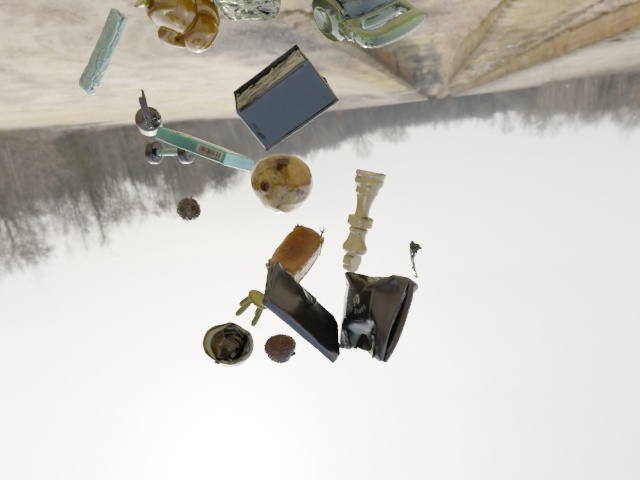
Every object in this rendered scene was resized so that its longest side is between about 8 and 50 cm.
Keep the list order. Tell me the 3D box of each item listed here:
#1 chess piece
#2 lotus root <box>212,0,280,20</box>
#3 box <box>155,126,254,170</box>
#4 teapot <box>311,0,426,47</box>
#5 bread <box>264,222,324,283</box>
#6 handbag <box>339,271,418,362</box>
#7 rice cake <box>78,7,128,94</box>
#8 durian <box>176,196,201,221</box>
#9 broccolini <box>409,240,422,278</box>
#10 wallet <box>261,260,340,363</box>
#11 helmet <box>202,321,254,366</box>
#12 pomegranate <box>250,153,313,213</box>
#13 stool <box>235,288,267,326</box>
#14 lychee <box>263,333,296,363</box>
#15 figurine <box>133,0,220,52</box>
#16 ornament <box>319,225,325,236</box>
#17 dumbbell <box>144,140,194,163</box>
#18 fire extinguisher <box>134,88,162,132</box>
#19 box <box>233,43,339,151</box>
[{"bbox_3d":[0.154,-0.068,1.967,0.117,0.397,0.117,11,-170,-2],"label":"chess piece"},{"bbox_3d":[-0.233,-0.883,1.596,0.250,0.346,0.250,1,177,0],"label":"lotus root"},{"bbox_3d":[-0.321,-0.256,1.447,0.229,0.041,0.162,22,-172,18],"label":"box"},{"bbox_3d":[0.122,-0.686,1.564,0.239,0.321,0.239,-41,178,-14],"label":"teapot"},{"bbox_3d":[-0.090,0.051,1.917,0.136,0.107,0.241,27,-129,14],"label":"bread"},{"bbox_3d":[0.169,0.255,1.779,0.152,0.288,0.342,16,171,-29],"label":"handbag"},{"bbox_3d":[-0.821,-0.706,1.949,0.066,0.336,0.063,39,-158,12],"label":"rice cake"},{"bbox_3d":[-0.425,-0.104,1.677,0.080,0.091,0.080,20,-151,-12],"label":"durian"},{"bbox_3d":[0.386,0.089,2.148,0.054,0.194,0.052,19,-139,31],"label":"broccolini"},{"bbox_3d":[-0.054,0.240,1.715,0.051,0.377,0.197,-28,-147,24],"label":"wallet"},{"bbox_3d":[-0.406,0.477,2.307,0.224,0.130,0.198,12,-124,7],"label":"helmet"},{"bbox_3d":[-0.176,-0.262,2.339,0.281,0.281,0.281,-6,-167,2],"label":"pomegranate"},{"bbox_3d":[-0.286,0.282,2.200,0.134,0.110,0.135,12,-147,-53],"label":"stool"},{"bbox_3d":[-0.161,0.430,2.060,0.129,0.123,0.123,20,180,-27],"label":"lychee"},{"bbox_3d":[-0.441,-0.711,1.630,0.215,0.215,0.228,-1,167,23],"label":"figurine"},{"bbox_3d":[0.000,0.000,2.097,0.028,0.125,0.073,8,158,1],"label":"ornament"},{"bbox_3d":[-0.646,-0.379,2.218,0.191,0.100,0.100,1,-165,14],"label":"dumbbell"},{"bbox_3d":[-0.508,-0.360,1.492,0.075,0.106,0.252,-38,-164,-9],"label":"fire extinguisher"},{"bbox_3d":[-0.141,-0.551,1.987,0.345,0.204,0.251,-34,-148,10],"label":"box"}]
